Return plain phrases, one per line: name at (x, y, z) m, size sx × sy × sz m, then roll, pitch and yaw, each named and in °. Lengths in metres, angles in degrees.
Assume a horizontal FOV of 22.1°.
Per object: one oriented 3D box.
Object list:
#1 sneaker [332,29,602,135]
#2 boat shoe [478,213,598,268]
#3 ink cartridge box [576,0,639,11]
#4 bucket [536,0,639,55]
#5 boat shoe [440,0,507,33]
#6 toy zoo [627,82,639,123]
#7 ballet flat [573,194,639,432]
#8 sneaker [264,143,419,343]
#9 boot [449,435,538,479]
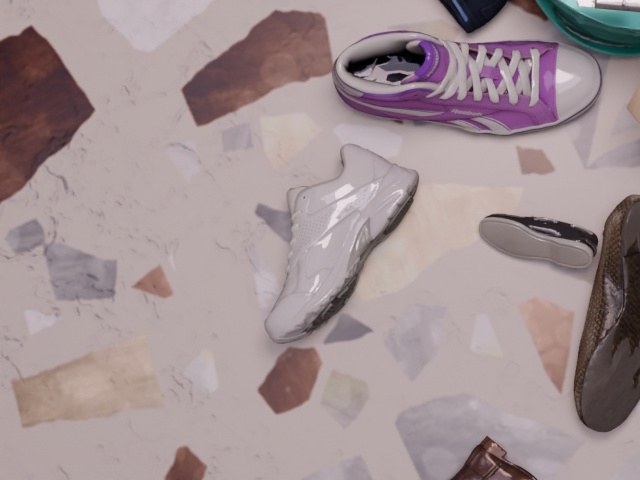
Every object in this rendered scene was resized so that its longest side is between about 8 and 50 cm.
sneaker at (0.152, -0.164, 1.678) m, size 0.282 × 0.161 × 0.102 m, roll -2°, pitch 86°, yaw 4°
boat shoe at (0.230, -0.006, 1.725) m, size 0.125 × 0.046 × 0.038 m, roll 13°, pitch 45°, yaw 17°
ink cartridge box at (0.286, -0.243, 1.551) m, size 0.083 × 0.028 × 0.048 m, roll 5°, pitch 88°, yaw 6°
bucket at (0.323, -0.325, 1.657) m, size 0.281 × 0.183 × 0.281 m, roll 0°, pitch 88°, yaw 6°
boat shoe at (0.084, -0.318, 1.718) m, size 0.258 × 0.109 × 0.089 m, roll 39°, pitch 95°, yaw 8°
toy zoo at (0.455, -0.200, 1.607) m, size 0.030 × 0.293 × 0.192 m, roll 57°, pitch 138°, yaw 36°
ballet flat at (0.307, 0.075, 1.711) m, size 0.084 × 0.058 × 0.250 m, roll 7°, pitch 94°, yaw -27°
sneaker at (0.000, 0.000, 1.730) m, size 0.115 × 0.090 × 0.232 m, roll 34°, pitch 82°, yaw 12°
boot at (0.174, 0.279, 1.718) m, size 0.106 × 0.037 × 0.114 m, roll 41°, pitch 88°, yaw 18°
